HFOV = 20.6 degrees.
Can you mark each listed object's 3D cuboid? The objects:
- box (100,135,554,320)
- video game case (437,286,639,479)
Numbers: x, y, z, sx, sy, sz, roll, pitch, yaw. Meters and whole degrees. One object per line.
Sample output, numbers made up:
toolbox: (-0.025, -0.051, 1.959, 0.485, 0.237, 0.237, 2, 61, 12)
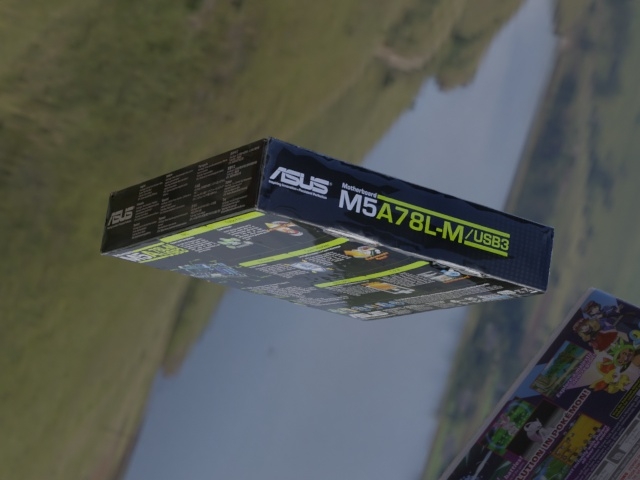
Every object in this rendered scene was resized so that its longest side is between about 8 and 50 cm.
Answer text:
box: (0.000, 0.000, 0.970, 0.191, 0.184, 0.045, -14, -118, 59)
video game case: (0.171, 0.135, 1.081, 0.201, 0.183, 0.023, -51, 127, -10)
